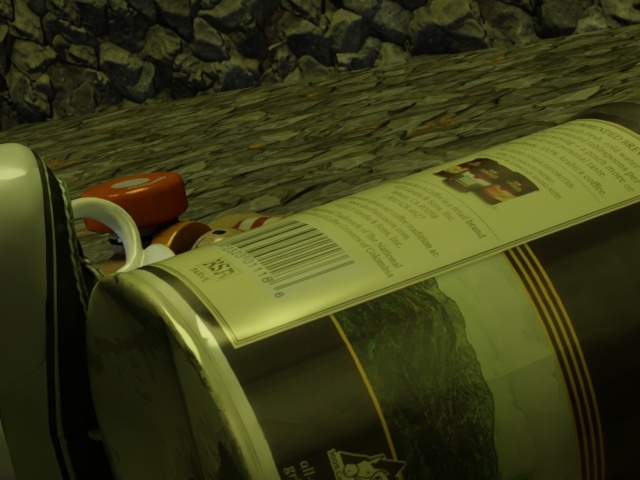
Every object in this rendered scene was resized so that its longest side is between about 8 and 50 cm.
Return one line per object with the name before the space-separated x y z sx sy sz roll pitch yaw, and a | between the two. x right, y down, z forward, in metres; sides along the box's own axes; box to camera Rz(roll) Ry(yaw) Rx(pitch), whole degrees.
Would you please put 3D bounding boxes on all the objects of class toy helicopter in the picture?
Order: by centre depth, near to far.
toy helicopter | 0.000 0.000 1.415 0.355 0.140 0.235 -15 12 -25

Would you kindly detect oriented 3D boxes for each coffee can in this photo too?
coffee can | 0.055 0.068 0.848 0.275 0.201 0.201 -19 13 -23

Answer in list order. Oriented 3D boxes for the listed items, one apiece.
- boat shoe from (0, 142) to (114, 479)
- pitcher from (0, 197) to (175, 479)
boat shoe | -0.118 0.065 0.940 0.105 0.306 0.113 -11 43 -10
pitcher | -0.177 0.063 1.226 0.207 0.178 0.125 -26 -27 -35
